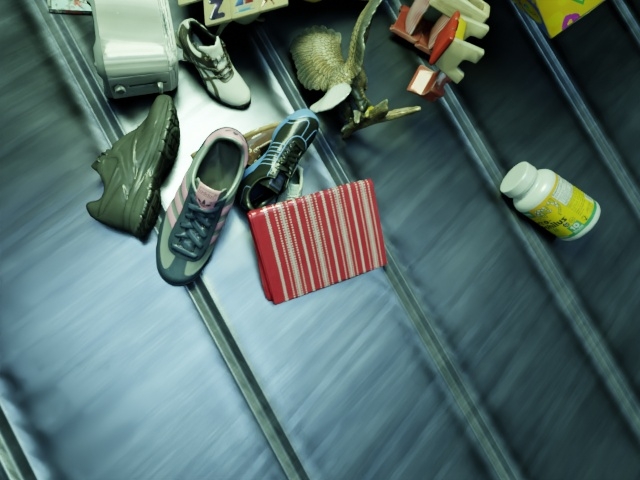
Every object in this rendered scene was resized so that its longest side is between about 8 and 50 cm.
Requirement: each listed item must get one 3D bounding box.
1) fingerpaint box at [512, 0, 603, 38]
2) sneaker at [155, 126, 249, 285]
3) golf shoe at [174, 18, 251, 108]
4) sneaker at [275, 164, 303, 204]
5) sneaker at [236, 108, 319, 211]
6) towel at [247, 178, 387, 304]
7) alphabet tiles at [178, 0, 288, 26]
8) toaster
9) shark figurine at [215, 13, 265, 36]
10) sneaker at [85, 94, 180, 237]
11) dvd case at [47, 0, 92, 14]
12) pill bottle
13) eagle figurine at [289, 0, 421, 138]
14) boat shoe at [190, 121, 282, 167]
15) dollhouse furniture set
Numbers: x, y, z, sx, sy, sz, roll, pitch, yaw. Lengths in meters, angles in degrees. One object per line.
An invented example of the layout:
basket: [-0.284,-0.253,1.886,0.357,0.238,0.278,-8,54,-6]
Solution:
fingerpaint box: [0.412,-0.718,0.880,0.371,0.163,0.445,32,35,-39]
sneaker: [-0.221,-0.059,0.742,0.112,0.131,0.319,20,93,-16]
golf shoe: [-0.215,-0.359,0.840,0.198,0.094,0.077,44,75,-22]
sneaker: [-0.065,-0.088,0.857,0.053,0.061,0.152,8,78,-15]
sneaker: [-0.076,-0.150,0.807,0.232,0.090,0.081,-48,134,10]
towel: [0.000,0.000,0.839,0.274,0.031,0.199,-17,106,-18]
alphabet tiles: [-0.154,-0.591,0.783,0.284,0.011,0.343,-6,85,16]
toaster: [-0.365,-0.394,0.806,0.146,0.129,0.227,-9,79,-21]
shark figurine: [-0.173,-0.549,0.921,0.116,0.166,0.279,6,57,-39]
sneaker: [-0.351,-0.155,0.774,0.130,0.109,0.287,14,73,-5]
dvd case: [-0.500,-0.512,0.852,0.119,0.013,0.087,-6,80,-15]
pill bottle: [0.550,-0.099,0.994,0.208,0.117,0.118,32,73,-7]
eagle figurine: [0.060,-0.386,0.892,0.226,0.225,0.299,-14,93,-7]
boat shoe: [-0.159,-0.180,0.847,0.206,0.073,0.073,-26,94,-10]
dollhouse furniture set: [0.248,-0.468,0.899,0.152,0.201,0.374,28,57,-9]
